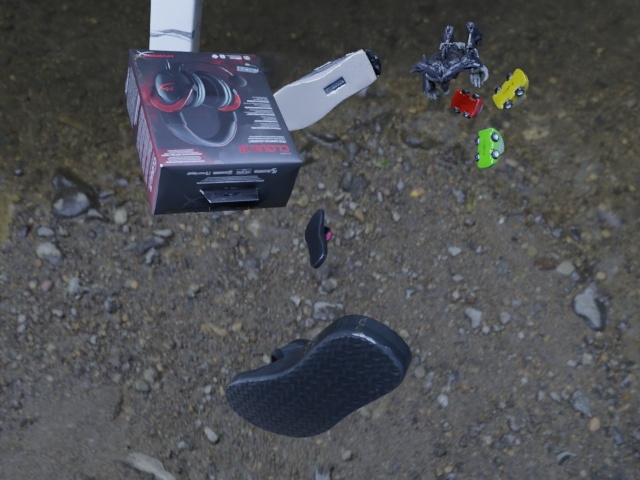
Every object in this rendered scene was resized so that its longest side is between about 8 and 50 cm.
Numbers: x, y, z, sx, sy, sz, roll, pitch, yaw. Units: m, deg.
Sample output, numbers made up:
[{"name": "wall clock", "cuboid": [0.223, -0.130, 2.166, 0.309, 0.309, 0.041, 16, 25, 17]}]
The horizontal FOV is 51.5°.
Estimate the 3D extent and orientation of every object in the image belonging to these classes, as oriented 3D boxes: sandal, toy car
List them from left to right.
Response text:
[{"name": "sandal", "cuboid": [-0.004, 0.223, 1.098, 0.167, 0.446, 0.107, 43, 47, -11]}, {"name": "sandal", "cuboid": [0.000, 0.000, 1.457, 0.040, 0.067, 0.179, 25, 34, -24]}, {"name": "toy car", "cuboid": [0.418, -0.283, 1.627, 0.053, 0.239, 0.224, 8, 81, -33]}]

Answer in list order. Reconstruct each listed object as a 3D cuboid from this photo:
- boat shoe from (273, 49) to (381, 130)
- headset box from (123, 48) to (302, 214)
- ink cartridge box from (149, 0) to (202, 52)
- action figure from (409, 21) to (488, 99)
[{"name": "boat shoe", "cuboid": [0.008, -0.407, 1.812, 0.341, 0.158, 0.127, -24, 103, 10]}, {"name": "headset box", "cuboid": [-0.172, -0.164, 1.042, 0.218, 0.110, 0.293, -4, 53, -25]}, {"name": "ink cartridge box", "cuboid": [-0.302, -0.464, 1.402, 0.092, 0.217, 0.158, 5, 29, -5]}, {"name": "action figure", "cuboid": [0.319, -0.416, 1.593, 0.164, 0.141, 0.275, -2, 38, 29]}]
